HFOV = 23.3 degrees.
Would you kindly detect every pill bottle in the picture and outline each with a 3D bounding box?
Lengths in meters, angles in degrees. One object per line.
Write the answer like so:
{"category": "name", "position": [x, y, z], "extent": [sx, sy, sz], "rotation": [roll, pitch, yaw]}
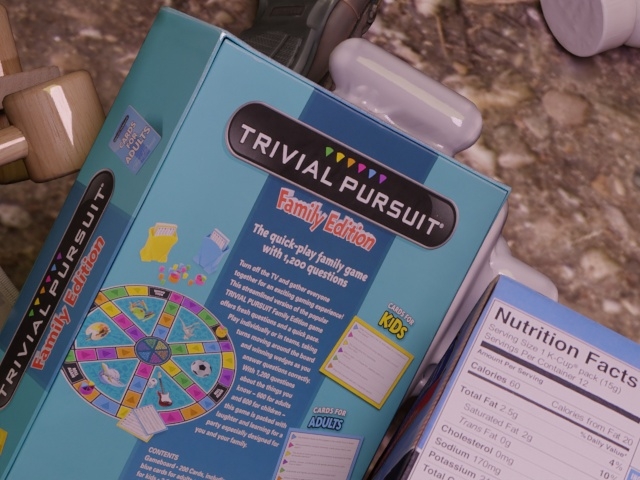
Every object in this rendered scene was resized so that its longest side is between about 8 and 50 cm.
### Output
{"category": "pill bottle", "position": [0.317, -0.245, 1.405], "extent": [0.221, 0.121, 0.121], "rotation": [-21, 68, -21]}

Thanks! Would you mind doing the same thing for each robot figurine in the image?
{"category": "robot figurine", "position": [0.000, 0.000, 1.165], "extent": [0.353, 0.200, 0.300], "rotation": [30, 85, 4]}

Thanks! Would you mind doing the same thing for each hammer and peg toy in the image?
{"category": "hammer and peg toy", "position": [-0.315, -0.076, 1.034], "extent": [0.266, 0.361, 0.127], "rotation": [-19, 99, -39]}

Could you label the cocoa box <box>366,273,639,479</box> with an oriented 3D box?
{"category": "cocoa box", "position": [0.124, 0.226, 0.985], "extent": [0.231, 0.347, 0.228], "rotation": [27, 60, 3]}

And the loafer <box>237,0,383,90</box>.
{"category": "loafer", "position": [-0.005, -0.186, 1.346], "extent": [0.096, 0.084, 0.267], "rotation": [9, 51, 29]}

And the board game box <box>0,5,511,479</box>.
{"category": "board game box", "position": [-0.059, 0.063, 0.958], "extent": [0.254, 0.079, 0.336], "rotation": [25, 93, -39]}

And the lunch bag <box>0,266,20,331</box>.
{"category": "lunch bag", "position": [-0.258, 0.163, 1.015], "extent": [0.287, 0.169, 0.235], "rotation": [52, 46, -6]}
